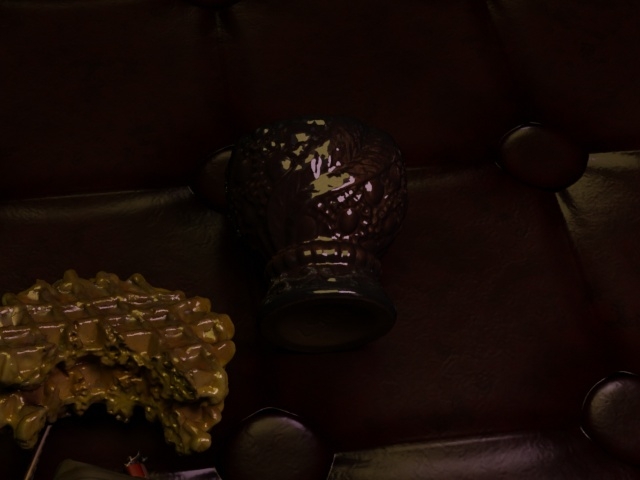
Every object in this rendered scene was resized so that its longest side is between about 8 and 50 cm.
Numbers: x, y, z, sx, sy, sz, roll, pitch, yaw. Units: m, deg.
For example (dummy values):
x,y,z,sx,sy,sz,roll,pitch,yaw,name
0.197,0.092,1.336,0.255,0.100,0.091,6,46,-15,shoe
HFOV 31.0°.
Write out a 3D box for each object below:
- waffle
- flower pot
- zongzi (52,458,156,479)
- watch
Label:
x,y,z,sx,sy,sz,roll,pitch,yaw,name
-0.276,0.158,1.491,0.324,0.151,0.261,7,28,-14,waffle
0.000,0.000,1.615,0.266,0.267,0.267,-3,61,-5,flower pot
-0.144,0.516,1.292,0.499,0.467,0.218,19,5,-24,zongzi
-0.293,0.321,1.444,0.164,0.102,0.268,7,42,-6,watch
